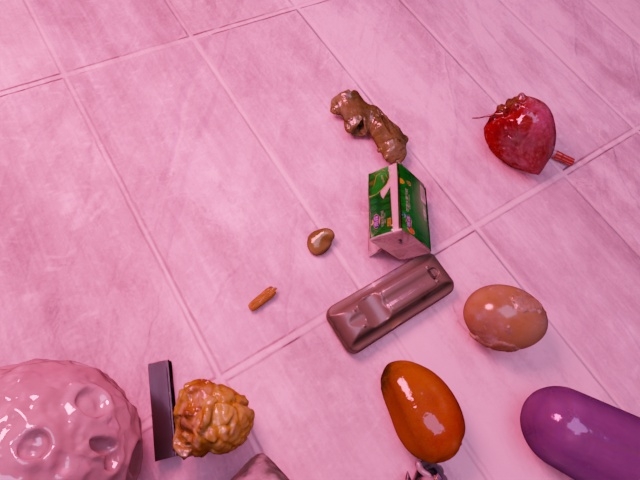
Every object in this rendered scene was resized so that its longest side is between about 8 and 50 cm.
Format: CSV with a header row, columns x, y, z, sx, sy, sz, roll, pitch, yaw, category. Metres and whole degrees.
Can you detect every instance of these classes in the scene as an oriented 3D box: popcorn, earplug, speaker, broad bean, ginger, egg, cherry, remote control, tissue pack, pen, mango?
x,y,z,sx,sy,sz,roll,pitch,yaw,category
-0.219,0.348,0.815,0.173,0.173,0.142,7,81,-6,popcorn
0.656,0.470,0.870,0.456,0.215,0.215,25,64,8,earplug
-0.330,0.352,0.854,0.046,0.040,0.191,-10,68,-11,speaker
0.000,0.000,1.067,0.063,0.045,0.083,44,74,0,broad bean
0.148,-0.342,1.226,0.290,0.089,0.137,40,48,5,ginger
0.446,0.188,0.985,0.201,0.164,0.164,12,64,-8,egg
0.608,-0.312,1.229,0.175,0.192,0.250,-23,87,-57,cherry
0.179,0.147,1.013,0.335,0.065,0.128,-28,74,-19,remote control
0.186,-0.067,1.076,0.148,0.156,0.209,31,51,-41,tissue pack
0.708,-0.304,1.321,0.239,0.028,0.028,26,64,4,pen
0.224,0.364,0.890,0.151,0.120,0.221,-13,59,-13,mango

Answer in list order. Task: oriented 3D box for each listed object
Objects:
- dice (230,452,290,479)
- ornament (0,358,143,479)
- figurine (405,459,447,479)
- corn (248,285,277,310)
x,y,z,sx,sy,sz,roll,pitch,yaw,category
-0.100,0.573,0.620,0.330,0.348,0.328,43,65,10,dice
-0.461,0.367,0.667,0.337,0.337,0.337,3,65,-7,ornament
0.221,0.503,0.845,0.086,0.082,0.094,-23,78,5,figurine
-0.139,0.140,0.989,0.083,0.028,0.027,-38,81,-18,corn
